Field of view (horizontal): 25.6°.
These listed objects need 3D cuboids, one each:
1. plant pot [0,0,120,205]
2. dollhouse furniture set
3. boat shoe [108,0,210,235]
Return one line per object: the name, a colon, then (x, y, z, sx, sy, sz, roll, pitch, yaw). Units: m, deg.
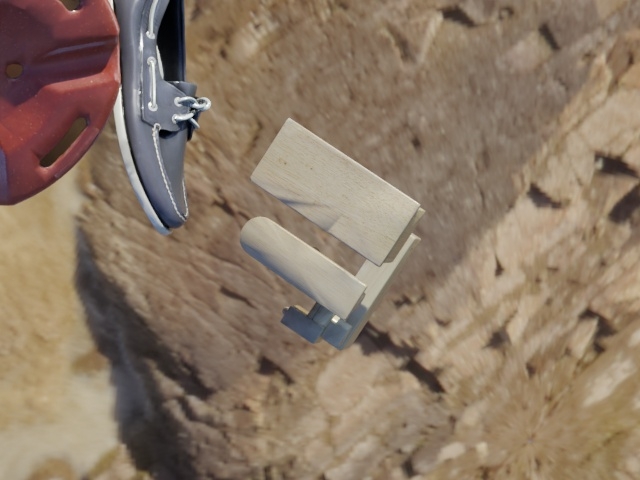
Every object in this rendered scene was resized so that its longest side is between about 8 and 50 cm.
plant pot: (-0.277, -0.166, 0.978, 0.272, 0.272, 0.265, -41, 44, 1)
dollhouse furniture set: (0.000, 0.000, 1.155, 0.123, 0.151, 0.144, 34, 95, 9)
boat shoe: (-0.119, -0.108, 1.067, 0.065, 0.075, 0.206, -13, 81, 8)
